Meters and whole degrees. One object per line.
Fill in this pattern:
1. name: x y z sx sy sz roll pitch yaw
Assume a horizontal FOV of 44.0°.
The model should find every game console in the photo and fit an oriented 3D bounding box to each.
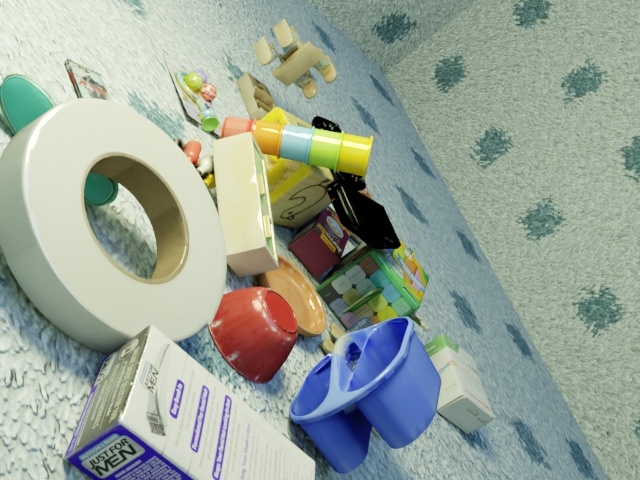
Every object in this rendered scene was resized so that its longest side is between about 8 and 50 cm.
1. game console: 0.062 -0.138 1.790 0.213 0.044 0.361 23 39 -56

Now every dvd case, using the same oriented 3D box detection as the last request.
1. dvd case: -0.434 -0.284 1.502 0.087 0.013 0.119 20 38 -58

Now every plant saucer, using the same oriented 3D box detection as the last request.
1. plant saucer: -0.064 0.117 1.643 0.200 0.037 0.200 45 21 -22

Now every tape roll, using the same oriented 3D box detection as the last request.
1. tape roll: -0.292 -0.021 1.171 0.392 0.072 0.392 38 39 -40

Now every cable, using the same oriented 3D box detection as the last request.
1. cable: -0.253 -0.120 1.542 0.139 0.072 0.287 54 17 -23

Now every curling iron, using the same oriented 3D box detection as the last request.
1. curling iron: 0.074 -0.025 2.190 0.274 0.035 0.068 43 27 -26

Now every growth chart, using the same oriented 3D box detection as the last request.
1. growth chart: 0.189 0.135 2.117 0.237 0.021 0.172 50 -6 -24

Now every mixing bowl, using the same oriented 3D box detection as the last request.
1. mixing bowl: -0.106 0.150 1.406 0.181 0.098 0.181 44 22 -23

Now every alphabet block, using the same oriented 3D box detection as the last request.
1. alphabet block: -0.078 -0.163 1.849 0.197 0.192 0.193 14 42 -60

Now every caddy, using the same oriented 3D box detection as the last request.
1. caddy: 0.077 0.257 1.439 0.179 0.241 0.341 58 19 -7

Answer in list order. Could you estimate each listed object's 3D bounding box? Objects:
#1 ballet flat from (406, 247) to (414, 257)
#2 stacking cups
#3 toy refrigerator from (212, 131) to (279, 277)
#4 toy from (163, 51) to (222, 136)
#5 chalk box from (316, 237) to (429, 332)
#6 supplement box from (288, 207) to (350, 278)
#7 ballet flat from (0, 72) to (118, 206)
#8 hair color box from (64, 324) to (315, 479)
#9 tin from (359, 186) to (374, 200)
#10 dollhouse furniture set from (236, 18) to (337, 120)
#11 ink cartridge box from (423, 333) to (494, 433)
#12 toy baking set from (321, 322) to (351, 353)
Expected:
1. ballet flat: 0.230 0.085 2.328 0.231 0.077 0.077 -34 110 -68
2. stacking cups: -0.050 -0.207 1.682 0.316 0.096 0.096 12 23 4
3. toy refrigerator: -0.146 -0.073 1.570 0.102 0.094 0.269 65 14 -59
4. toy: -0.286 -0.358 1.894 0.137 0.056 0.237 31 30 -50
5. chalk box: 0.124 0.114 1.867 0.179 0.180 0.289 52 21 -5
6. supplement box: 0.000 0.000 1.914 0.104 0.081 0.188 51 20 -10
7. ballet flat: -0.415 -0.154 1.260 0.247 0.083 0.087 51 -4 -10
8. hair color box: -0.155 0.292 1.050 0.339 0.110 0.185 47 22 -23
9. tin: 0.119 -0.136 2.475 0.106 0.040 0.189 54 19 -10
10. dollhouse furniture set: -0.094 -0.439 2.184 0.212 0.242 0.161 28 32 -49
11. ink cartridge box: 0.355 0.376 2.081 0.154 0.093 0.212 39 23 -34
12. toy baking set: 0.081 0.294 1.698 0.256 0.030 0.197 54 23 6
